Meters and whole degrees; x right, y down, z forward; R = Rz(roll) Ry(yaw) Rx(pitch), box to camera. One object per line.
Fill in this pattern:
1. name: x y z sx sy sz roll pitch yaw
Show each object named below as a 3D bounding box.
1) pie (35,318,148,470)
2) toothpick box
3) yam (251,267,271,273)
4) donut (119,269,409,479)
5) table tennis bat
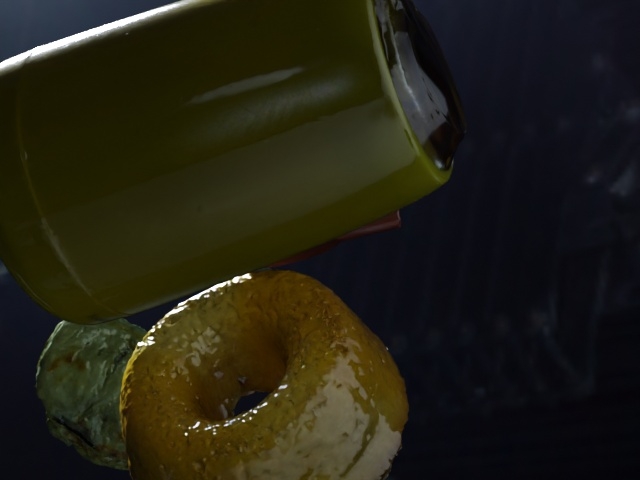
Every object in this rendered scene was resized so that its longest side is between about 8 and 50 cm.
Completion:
1. pie: -0.279 0.219 2.112 0.201 0.248 0.090 -61 11 -1
2. toothpick box: -0.056 -0.065 0.916 0.175 0.271 0.175 -18 -90 -73
3. yam: -0.171 -0.123 2.086 0.241 0.241 0.348 6 -97 -63
4. donut: -0.063 0.138 1.358 0.277 0.278 0.108 -72 -35 -43
5. table tennis bat: 0.000 0.000 1.406 0.098 0.155 0.019 58 -164 -76
